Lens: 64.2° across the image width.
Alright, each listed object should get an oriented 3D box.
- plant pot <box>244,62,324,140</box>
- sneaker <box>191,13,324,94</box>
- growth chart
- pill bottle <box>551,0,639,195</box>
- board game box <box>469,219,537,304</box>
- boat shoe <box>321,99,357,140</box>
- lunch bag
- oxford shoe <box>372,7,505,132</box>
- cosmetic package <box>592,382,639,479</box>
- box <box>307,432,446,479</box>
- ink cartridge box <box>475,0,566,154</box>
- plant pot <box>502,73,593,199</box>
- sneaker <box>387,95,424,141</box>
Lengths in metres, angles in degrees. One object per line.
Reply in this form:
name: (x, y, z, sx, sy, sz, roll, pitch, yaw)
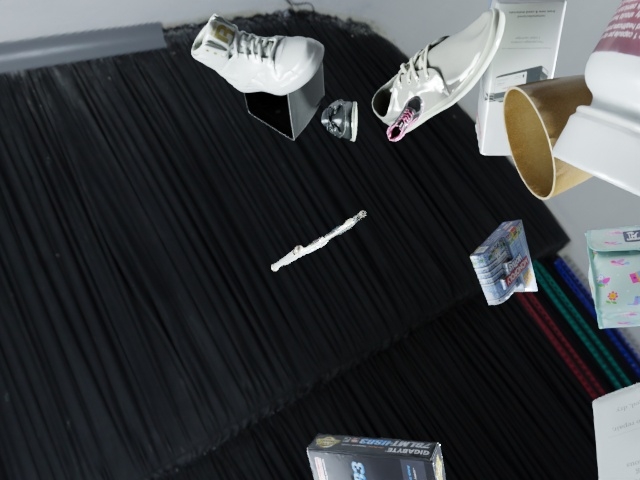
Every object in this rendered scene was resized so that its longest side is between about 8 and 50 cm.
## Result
plant pot: (-0.090, -0.422, 1.391, 0.167, 0.187, 0.188, -42, 152, -24)
sneaker: (-0.142, -0.370, 1.003, 0.292, 0.108, 0.169, 8, 168, 46)
growth chart: (0.000, 0.000, 1.107, 0.237, 0.021, 0.172, -29, 177, -40)
pill bottle: (0.440, -0.231, 0.547, 0.224, 0.224, 0.392, -6, 126, -55)
board game box: (0.492, 0.077, 1.334, 0.194, 0.194, 0.060, -36, -164, -37)
boat shoe: (0.059, -0.404, 1.693, 0.112, 0.127, 0.340, 2, -160, -2)
lunch bag: (0.796, 0.073, 1.278, 0.223, 0.262, 0.160, -7, 148, 29)
oxford shoe: (0.264, -0.402, 1.246, 0.130, 0.169, 0.449, 23, 158, -18)
cosmetic package: (0.642, 0.419, 0.722, 0.327, 0.329, 0.394, -40, -172, 36)
box: (0.137, 0.582, 1.129, 0.293, 0.296, 0.073, -6, -169, 27)
ink cartridge box: (0.539, -0.470, 1.421, 0.285, 0.166, 0.395, -68, 158, -55)
plant pot: (0.534, -0.232, 1.019, 0.254, 0.237, 0.237, -18, 164, 5)
sneaker: (0.190, -0.270, 1.149, 0.119, 0.047, 0.057, -56, 176, 28)
